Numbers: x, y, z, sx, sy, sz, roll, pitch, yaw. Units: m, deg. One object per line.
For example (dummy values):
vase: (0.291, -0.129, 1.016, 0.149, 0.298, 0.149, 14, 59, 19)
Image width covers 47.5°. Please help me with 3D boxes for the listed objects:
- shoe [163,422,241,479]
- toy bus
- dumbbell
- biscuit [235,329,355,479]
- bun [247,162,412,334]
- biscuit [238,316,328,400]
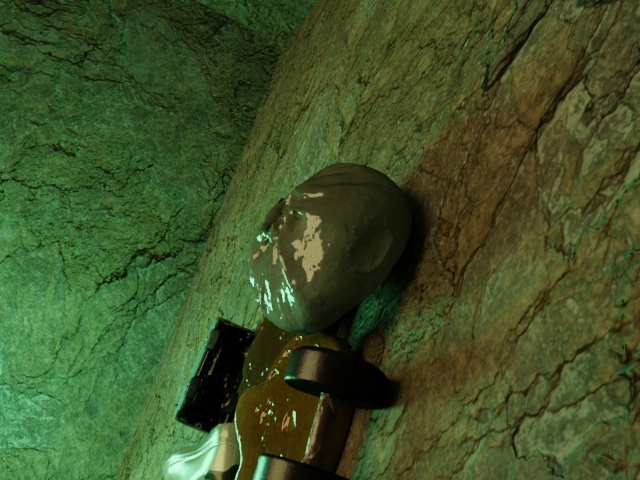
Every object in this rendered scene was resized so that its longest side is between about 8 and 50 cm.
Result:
shoe: (-0.244, 0.519, 1.552, 0.363, 0.132, 0.160, -43, 33, 45)
toy bus: (-0.266, 0.345, 1.838, 0.271, 0.133, 0.165, -68, 12, -17)
dumbbell: (0.000, 0.279, 1.064, 0.152, 0.153, 0.218, -29, 40, 64)
biscuit: (-0.055, 0.321, 1.261, 0.287, 0.057, 0.343, -8, 58, 52)
bun: (0.004, -0.002, 1.281, 0.354, 0.194, 0.354, -44, 17, 17)
biscuit: (-0.070, 0.208, 1.525, 0.381, 0.074, 0.359, -66, 18, -9)
